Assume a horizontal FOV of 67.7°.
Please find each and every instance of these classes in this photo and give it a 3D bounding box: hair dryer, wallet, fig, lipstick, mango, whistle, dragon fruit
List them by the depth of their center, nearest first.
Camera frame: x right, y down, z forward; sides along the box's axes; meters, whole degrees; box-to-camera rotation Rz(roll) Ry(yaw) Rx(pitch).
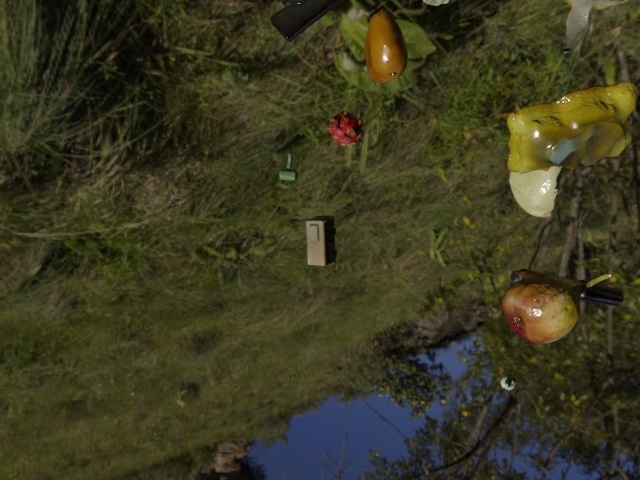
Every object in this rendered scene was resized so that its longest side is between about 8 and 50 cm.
[{"bbox_3d":[0.561,0.132,1.113,0.257,0.159,0.159,-24,-167,-3],"label":"fig"},{"bbox_3d":[0.496,0.374,1.259,0.035,0.035,0.100,13,-177,28],"label":"whistle"},{"bbox_3d":[0.231,-0.685,1.670,0.136,0.236,0.166,-13,177,-5],"label":"mango"},{"bbox_3d":[0.910,0.171,1.763,0.418,0.077,0.077,12,-171,-5],"label":"lipstick"},{"bbox_3d":[0.096,-0.443,1.862,0.136,0.133,0.165,-9,166,39],"label":"dragon fruit"},{"bbox_3d":[-0.049,-0.963,1.972,0.172,0.318,0.045,53,179,29],"label":"wallet"},{"bbox_3d":[-0.135,-0.337,2.093,0.071,0.150,0.047,5,168,5],"label":"hair dryer"}]

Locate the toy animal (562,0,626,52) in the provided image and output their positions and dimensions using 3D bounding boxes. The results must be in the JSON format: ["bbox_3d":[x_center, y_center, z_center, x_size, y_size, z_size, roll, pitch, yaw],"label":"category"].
[{"bbox_3d":[0.577,-0.520,1.030,0.155,0.219,0.095,0,166,29],"label":"toy animal"}]

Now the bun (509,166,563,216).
[{"bbox_3d":[0.892,-0.277,1.972,0.202,0.365,0.364,13,-169,23],"label":"bun"}]

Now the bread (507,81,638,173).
[{"bbox_3d":[0.480,-0.202,0.909,0.233,0.088,0.161,-18,145,10],"label":"bread"}]

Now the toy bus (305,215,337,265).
[{"bbox_3d":[0.000,0.000,1.793,0.091,0.182,0.103,2,-173,31],"label":"toy bus"}]

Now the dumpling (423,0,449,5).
[{"bbox_3d":[0.564,-1.138,2.125,0.258,0.147,0.193,-22,161,0],"label":"dumpling"}]
